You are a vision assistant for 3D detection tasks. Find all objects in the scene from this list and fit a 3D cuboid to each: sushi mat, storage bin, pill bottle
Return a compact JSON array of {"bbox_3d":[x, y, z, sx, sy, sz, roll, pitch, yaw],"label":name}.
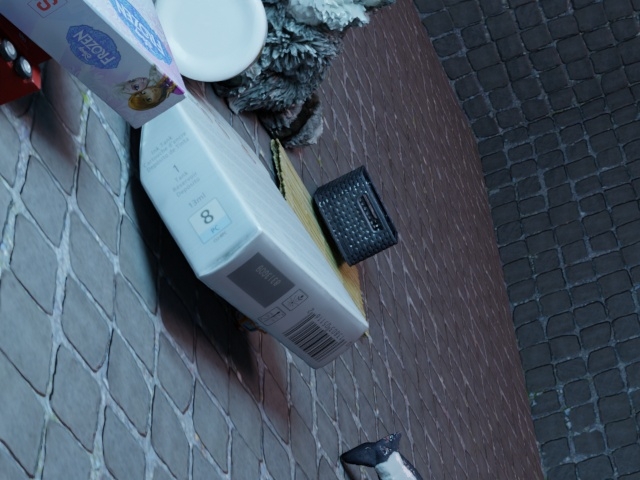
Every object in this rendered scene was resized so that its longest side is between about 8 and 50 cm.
[{"bbox_3d":[0.000,0.000,2.174,0.151,0.019,0.316,-97,162,-44],"label":"sushi mat"},{"bbox_3d":[0.056,-0.039,2.244,0.122,0.084,0.180,63,7,-5],"label":"storage bin"},{"bbox_3d":[-0.129,-0.256,1.753,0.229,0.131,0.131,-100,169,-83],"label":"pill bottle"}]

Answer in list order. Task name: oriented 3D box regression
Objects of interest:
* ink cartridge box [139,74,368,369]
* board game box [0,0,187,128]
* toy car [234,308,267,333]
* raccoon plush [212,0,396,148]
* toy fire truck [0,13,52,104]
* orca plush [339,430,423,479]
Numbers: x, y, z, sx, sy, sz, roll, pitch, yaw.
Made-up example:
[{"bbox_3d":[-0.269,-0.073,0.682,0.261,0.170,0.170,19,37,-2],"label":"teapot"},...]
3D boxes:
[{"bbox_3d":[-0.122,-0.061,1.647,0.385,0.091,0.308,54,6,32],"label":"ink cartridge box"},{"bbox_3d":[-0.263,-0.300,1.309,0.319,0.066,0.318,42,22,-56],"label":"board game box"},{"bbox_3d":[-0.066,0.097,1.729,0.060,0.040,0.122,56,9,23],"label":"toy car"},{"bbox_3d":[0.010,-0.308,2.042,0.446,0.299,0.216,29,43,-71],"label":"raccoon plush"},{"bbox_3d":[-0.283,-0.194,1.268,0.192,0.047,0.135,54,21,-48],"label":"toy fire truck"},{"bbox_3d":[0.102,0.396,1.963,0.151,0.102,0.287,-42,108,-27],"label":"orca plush"}]
